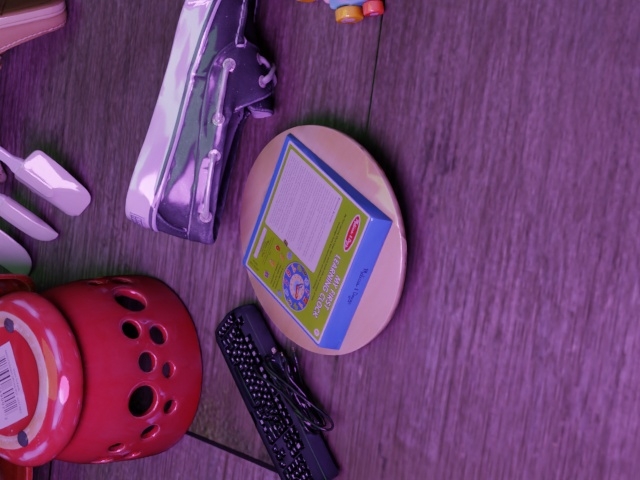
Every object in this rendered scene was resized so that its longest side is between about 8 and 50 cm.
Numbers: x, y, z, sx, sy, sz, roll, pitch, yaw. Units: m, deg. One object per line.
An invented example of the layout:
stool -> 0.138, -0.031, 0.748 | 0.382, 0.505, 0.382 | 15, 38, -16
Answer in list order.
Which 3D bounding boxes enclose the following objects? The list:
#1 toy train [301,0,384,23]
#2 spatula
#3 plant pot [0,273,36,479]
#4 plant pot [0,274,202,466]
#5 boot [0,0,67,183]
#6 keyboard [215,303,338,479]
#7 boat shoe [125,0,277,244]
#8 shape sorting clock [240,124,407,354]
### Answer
toy train -> 0.004, -0.265, 1.090 | 0.166, 0.046, 0.125 | 40, 116, 34
spatula -> -0.384, -0.073, 1.352 | 0.242, 0.019, 0.168 | 38, 129, -12
plant pot -> -0.467, 0.159, 1.364 | 0.236, 0.267, 0.267 | -170, 81, -69
plant pot -> -0.239, 0.130, 1.227 | 0.191, 0.174, 0.191 | 0, 90, 39
boot -> -0.381, -0.159, 1.383 | 0.095, 0.262, 0.203 | -116, 6, -60
keyboard -> -0.049, 0.145, 1.141 | 0.100, 0.038, 0.192 | -48, 62, 41
boat shoe -> -0.087, -0.144, 1.143 | 0.102, 0.108, 0.301 | 19, 91, 7
shape sorting clock -> 0.000, 0.000, 1.100 | 0.206, 0.040, 0.206 | 9, 103, 49
